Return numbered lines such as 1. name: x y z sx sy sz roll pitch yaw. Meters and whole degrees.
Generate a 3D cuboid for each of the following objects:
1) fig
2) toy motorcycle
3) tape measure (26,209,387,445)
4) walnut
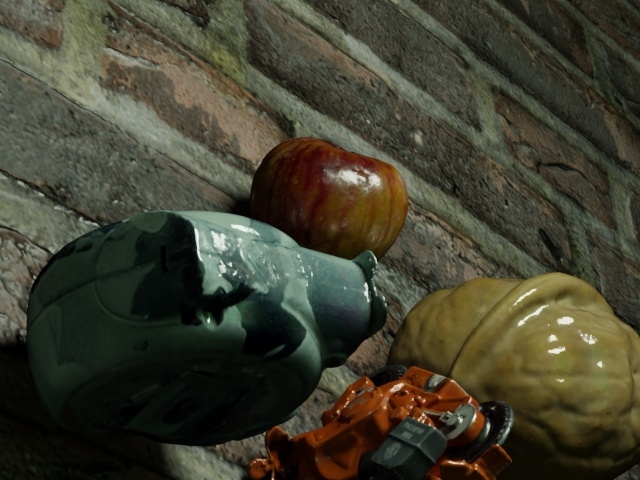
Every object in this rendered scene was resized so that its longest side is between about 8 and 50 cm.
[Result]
1. fig: -0.005 -0.006 1.730 0.175 0.207 0.175 21 7 -3
2. toy motorcycle: 0.054 0.216 1.477 0.148 0.221 0.325 47 -13 -18
3. tape measure: -0.117 0.082 1.343 0.256 0.275 0.147 16 53 -39
4. walnut: 0.217 0.166 1.724 0.296 0.285 0.285 25 10 39
